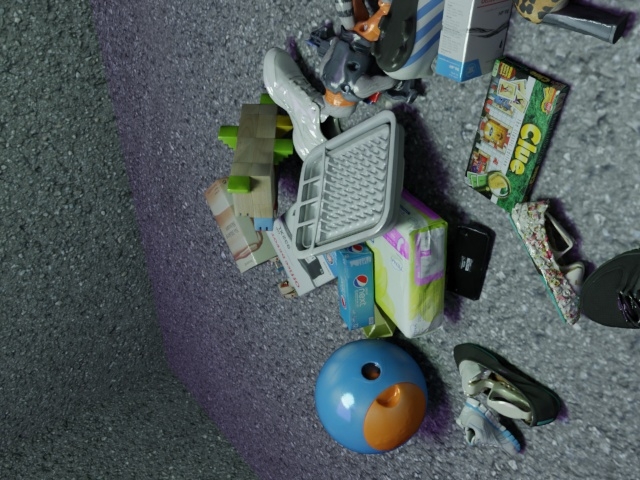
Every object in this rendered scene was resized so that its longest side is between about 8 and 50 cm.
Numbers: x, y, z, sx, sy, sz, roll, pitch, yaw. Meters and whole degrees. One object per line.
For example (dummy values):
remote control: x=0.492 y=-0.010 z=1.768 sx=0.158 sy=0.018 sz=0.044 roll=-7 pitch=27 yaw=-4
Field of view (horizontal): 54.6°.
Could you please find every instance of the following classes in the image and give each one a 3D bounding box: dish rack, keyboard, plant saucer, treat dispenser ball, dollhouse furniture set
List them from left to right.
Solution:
dollhouse furniture set: x=-0.096 y=0.096 z=1.878 sx=0.184 sy=0.129 sz=0.129 roll=-17 pitch=96 yaw=60
dish rack: x=0.067 y=-0.107 z=1.362 sx=0.333 sy=0.072 sz=0.285 roll=-20 pitch=57 yaw=51
plant saucer: x=0.129 y=0.164 z=1.632 sx=0.188 sy=0.045 sz=0.188 roll=62 pitch=161 yaw=4
treat dispenser ball: x=0.129 y=0.395 z=1.583 sx=0.288 sy=0.288 sz=0.288 roll=36 pitch=139 yaw=40
keyboard: x=0.307 y=0.037 z=1.314 sx=0.100 sy=0.038 sz=0.192 roll=23 pitch=134 yaw=25

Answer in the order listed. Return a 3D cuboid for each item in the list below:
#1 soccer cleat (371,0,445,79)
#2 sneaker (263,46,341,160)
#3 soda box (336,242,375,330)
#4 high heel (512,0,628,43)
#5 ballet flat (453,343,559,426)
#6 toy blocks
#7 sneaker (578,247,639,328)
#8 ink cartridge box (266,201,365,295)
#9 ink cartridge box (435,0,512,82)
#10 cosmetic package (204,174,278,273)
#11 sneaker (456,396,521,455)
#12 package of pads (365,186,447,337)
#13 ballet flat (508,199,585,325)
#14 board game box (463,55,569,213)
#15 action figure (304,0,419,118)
soccer cleat: x=0.195 y=-0.442 z=1.077 sx=0.116 sy=0.143 sz=0.331 roll=38 pitch=116 yaw=39
sneaker: x=-0.028 y=-0.340 z=1.510 sx=0.152 sy=0.114 sz=0.305 roll=-19 pitch=100 yaw=48
soda box: x=0.084 y=0.108 z=1.475 sx=0.071 sy=0.067 sz=0.210 roll=-124 pitch=25 yaw=-55
high heel: x=0.349 y=-0.412 z=0.851 sx=0.186 sy=0.093 sz=0.261 roll=34 pitch=147 yaw=33
ballet flat: x=0.372 y=0.307 z=1.331 sx=0.280 sy=0.096 sz=0.095 roll=26 pitch=130 yaw=48
toy blocks: x=-0.165 y=-0.172 z=1.650 sx=0.260 sy=0.191 sz=0.381 roll=91 pitch=180 yaw=-48
sneaker: x=0.509 y=0.081 z=0.913 sx=0.341 sy=0.140 sz=0.125 roll=-25 pitch=92 yaw=61
ink cartridge box: x=0.000 y=0.000 z=1.660 sx=0.223 sy=0.129 sz=0.307 roll=63 pitch=150 yaw=4
ink cartridge box: x=0.257 y=-0.365 z=1.024 sx=0.060 sy=0.104 sz=0.180 roll=38 pitch=141 yaw=38
cosmetic package: x=-0.243 y=-0.060 z=1.998 sx=0.153 sy=0.129 sz=0.296 roll=-31 pitch=85 yaw=58
sneaker: x=0.369 y=0.433 z=1.387 sx=0.191 sy=0.083 sz=0.071 roll=44 pitch=170 yaw=-18
package of pads: x=0.187 y=0.043 z=1.385 sx=0.229 sy=0.101 sz=0.296 roll=-129 pitch=29 yaw=-53
ballet flat: x=0.416 y=0.035 z=1.092 sx=0.077 sy=0.091 sz=0.240 roll=-27 pitch=92 yaw=29
board game box: x=0.339 y=-0.180 z=1.105 sx=0.136 sy=0.030 sz=0.259 roll=39 pitch=141 yaw=34
action figure: x=0.043 y=-0.411 z=1.265 sx=0.341 sy=0.179 sz=0.330 roll=32 pitch=126 yaw=39
